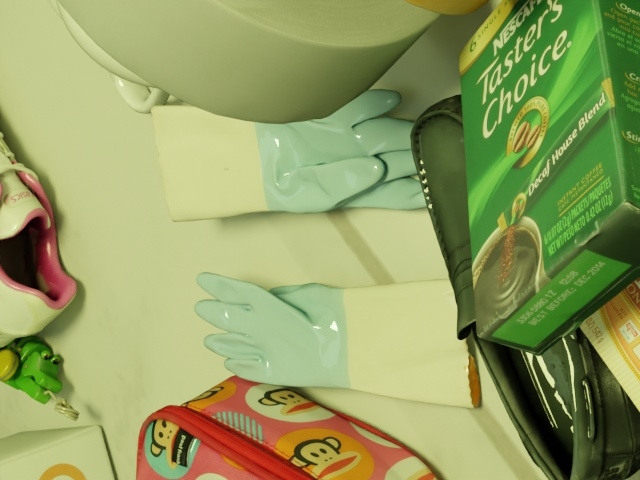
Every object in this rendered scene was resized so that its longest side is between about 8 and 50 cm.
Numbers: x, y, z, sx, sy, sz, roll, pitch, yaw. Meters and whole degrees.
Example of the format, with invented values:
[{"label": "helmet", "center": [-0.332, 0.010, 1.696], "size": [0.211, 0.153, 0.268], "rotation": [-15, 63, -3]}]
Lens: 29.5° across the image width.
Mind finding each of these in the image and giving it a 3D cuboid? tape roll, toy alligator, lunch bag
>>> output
[{"label": "tape roll", "center": [-0.038, -0.170, 0.624], "size": [0.072, 0.219, 0.219], "rotation": [-42, 70, 48]}, {"label": "toy alligator", "center": [-0.265, 0.116, 1.118], "size": [0.190, 0.056, 0.051], "rotation": [15, 73, 46]}, {"label": "lunch bag", "center": [-0.011, 0.259, 0.826], "size": [0.258, 0.120, 0.293], "rotation": [20, 118, 39]}]

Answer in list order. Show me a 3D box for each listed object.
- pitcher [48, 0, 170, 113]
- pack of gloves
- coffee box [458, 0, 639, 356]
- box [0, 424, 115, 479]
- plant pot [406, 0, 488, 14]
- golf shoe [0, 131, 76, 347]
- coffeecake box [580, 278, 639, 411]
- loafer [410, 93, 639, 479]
[{"label": "pitcher", "center": [-0.114, -0.151, 0.813], "size": [0.207, 0.125, 0.177], "rotation": [31, 146, 52]}, {"label": "pack of gloves", "center": [0.000, 0.000, 0.789], "size": [0.232, 0.046, 0.195], "rotation": [1, 104, 38]}, {"label": "coffee box", "center": [0.110, -0.052, 0.559], "size": [0.113, 0.040, 0.184], "rotation": [-50, 29, 47]}, {"label": "box", "center": [-0.344, 0.315, 1.041], "size": [0.168, 0.345, 0.214], "rotation": [-13, 92, 51]}, {"label": "plant pot", "center": [0.070, -0.234, 0.513], "size": [0.188, 0.205, 0.205], "rotation": [-37, 73, 33]}, {"label": "golf shoe", "center": [-0.297, -0.058, 1.064], "size": [0.140, 0.115, 0.306], "rotation": [-13, 99, 40]}, {"label": "coffeecake box", "center": [0.203, 0.007, 0.523], "size": [0.142, 0.068, 0.185], "rotation": [58, 137, 19]}, {"label": "loafer", "center": [0.103, 0.025, 0.636], "size": [0.076, 0.078, 0.223], "rotation": [-38, 73, 48]}]
